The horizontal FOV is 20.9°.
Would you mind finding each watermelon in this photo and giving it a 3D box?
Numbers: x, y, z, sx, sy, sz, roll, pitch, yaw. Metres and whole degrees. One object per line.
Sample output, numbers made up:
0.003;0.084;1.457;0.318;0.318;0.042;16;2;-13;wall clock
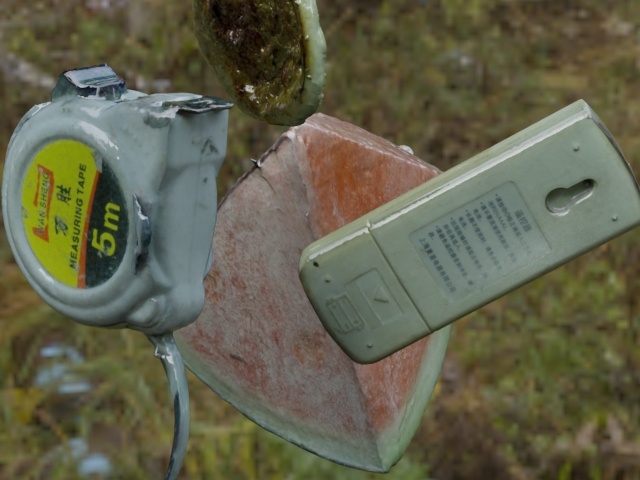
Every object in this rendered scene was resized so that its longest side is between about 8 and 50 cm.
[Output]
0.027;0.027;1.461;0.250;0.283;0.292;38;-13;-3;watermelon

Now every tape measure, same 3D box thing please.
-0.133;0.058;1.081;0.164;0.330;0.084;24;23;38;tape measure

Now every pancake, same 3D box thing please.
-0.038;-0.128;1.117;0.022;0.116;0.129;-22;19;-35;pancake

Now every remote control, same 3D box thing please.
0.101;-0.002;1.174;0.233;0.098;0.038;-28;24;11;remote control
